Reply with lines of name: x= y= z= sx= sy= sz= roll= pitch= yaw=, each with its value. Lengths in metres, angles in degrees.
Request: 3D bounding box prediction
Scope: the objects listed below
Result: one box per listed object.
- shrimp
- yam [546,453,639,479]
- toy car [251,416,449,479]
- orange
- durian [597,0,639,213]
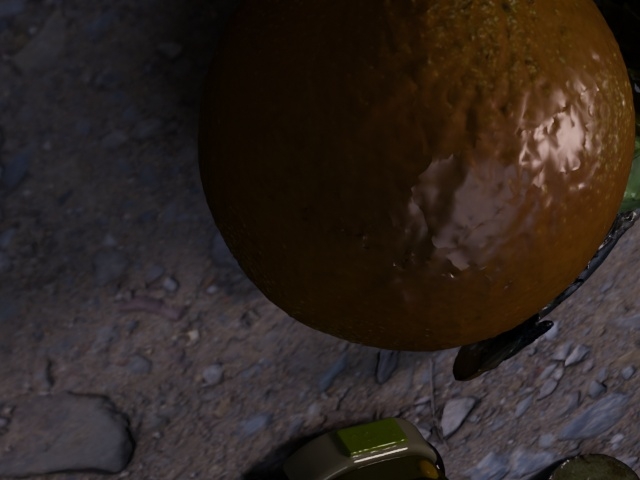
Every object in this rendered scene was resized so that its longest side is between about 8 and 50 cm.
shrimp: x=0.206 y=0.028 z=1.154 sx=0.262 sy=0.051 sz=0.198 roll=-45 pitch=-178 yaw=5
yam: x=0.281 y=0.369 z=1.563 sx=0.154 sy=0.154 sz=0.254 roll=-15 pitch=140 yaw=-24
toy car: x=0.044 y=0.306 z=1.272 sx=0.204 sy=0.198 sz=0.248 roll=-9 pitch=136 yaw=-31
orange: x=0.054 y=-0.062 z=0.847 sx=0.274 sy=0.274 sz=0.274 roll=-20 pitch=139 yaw=-19
durian: x=0.325 y=-0.100 z=0.966 sx=0.394 sy=0.163 sz=0.198 roll=-10 pitch=118 yaw=-12
